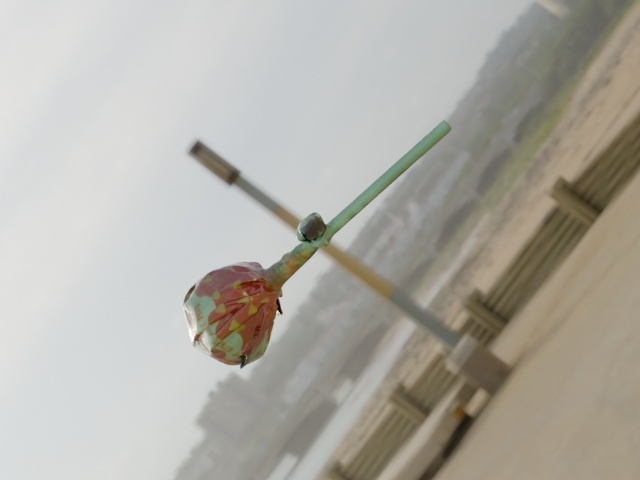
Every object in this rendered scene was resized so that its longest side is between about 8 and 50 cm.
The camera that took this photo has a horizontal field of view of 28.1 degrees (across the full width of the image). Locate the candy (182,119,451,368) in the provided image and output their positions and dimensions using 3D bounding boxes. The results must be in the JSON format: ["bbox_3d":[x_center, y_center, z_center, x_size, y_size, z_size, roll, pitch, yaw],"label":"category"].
[{"bbox_3d":[0.001,0.001,1.067,0.288,0.084,0.078,-40,-11,14],"label":"candy"}]
